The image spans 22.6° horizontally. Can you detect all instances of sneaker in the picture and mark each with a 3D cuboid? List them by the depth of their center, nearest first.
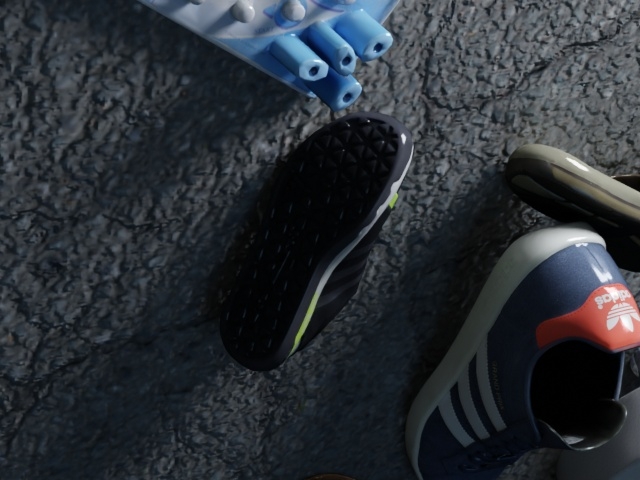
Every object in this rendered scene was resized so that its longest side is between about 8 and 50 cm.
[{"bbox_3d":[0.000,0.000,1.248,0.234,0.084,0.097,-56,159,16],"label":"sneaker"},{"bbox_3d":[0.180,0.149,1.396,0.131,0.148,0.350,-14,143,-27],"label":"sneaker"}]

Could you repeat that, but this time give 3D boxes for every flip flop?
[{"bbox_3d":[0.269,-0.033,1.387,0.277,0.112,0.080,27,71,-35],"label":"flip flop"}]

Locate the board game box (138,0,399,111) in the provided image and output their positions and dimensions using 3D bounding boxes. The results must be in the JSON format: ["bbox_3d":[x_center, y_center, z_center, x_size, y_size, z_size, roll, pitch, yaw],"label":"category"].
[{"bbox_3d":[-0.003,-0.304,1.006,0.390,0.050,0.390,26,107,-44],"label":"board game box"}]

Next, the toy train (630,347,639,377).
[{"bbox_3d":[0.395,0.114,1.561,0.184,0.080,0.105,-14,141,7],"label":"toy train"}]

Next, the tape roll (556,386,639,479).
[{"bbox_3d":[0.429,0.214,1.592,0.392,0.072,0.392,-9,149,-5],"label":"tape roll"}]

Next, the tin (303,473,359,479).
[{"bbox_3d":[0.024,0.275,1.495,0.190,0.040,0.106,21,105,-43],"label":"tin"}]
